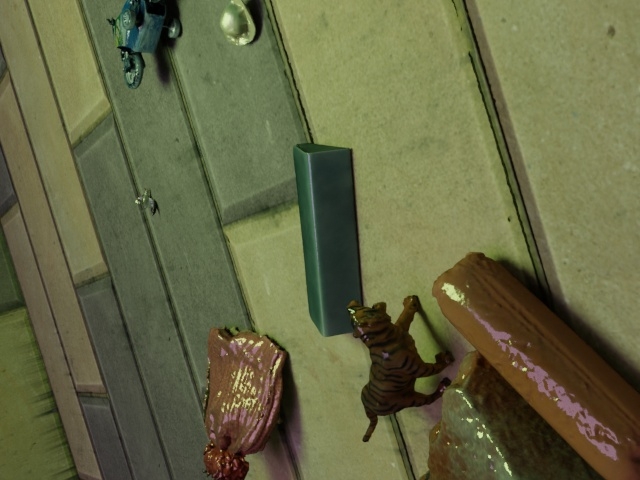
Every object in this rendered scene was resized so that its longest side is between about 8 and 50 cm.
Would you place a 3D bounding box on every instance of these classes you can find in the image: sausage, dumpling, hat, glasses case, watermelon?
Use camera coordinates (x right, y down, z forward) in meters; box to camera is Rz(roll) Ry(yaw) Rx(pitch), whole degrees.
[{"bbox_3d":[0.228,0.121,0.758,0.289,0.086,0.086,47,138,33],"label":"sausage"},{"bbox_3d":[-0.119,-0.320,1.094,0.059,0.043,0.077,39,120,16],"label":"dumpling"},{"bbox_3d":[-0.147,0.302,1.339,0.236,0.107,0.286,2,82,55],"label":"hat"},{"bbox_3d":[0.000,0.000,1.051,0.105,0.056,0.266,16,116,50],"label":"glasses case"},{"bbox_3d":[0.201,0.307,0.817,0.302,0.151,0.264,48,139,31],"label":"watermelon"}]

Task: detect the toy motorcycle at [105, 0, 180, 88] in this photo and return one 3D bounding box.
[{"bbox_3d":[-0.313,-0.395,1.293,0.135,0.092,0.254,59,136,34],"label":"toy motorcycle"}]

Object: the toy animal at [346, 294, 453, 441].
[{"bbox_3d":[0.087,0.192,0.960,0.114,0.116,0.255,42,136,39],"label":"toy animal"}]

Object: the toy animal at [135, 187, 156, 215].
[{"bbox_3d":[-0.369,-0.085,1.555,0.084,0.028,0.050,31,136,43],"label":"toy animal"}]
